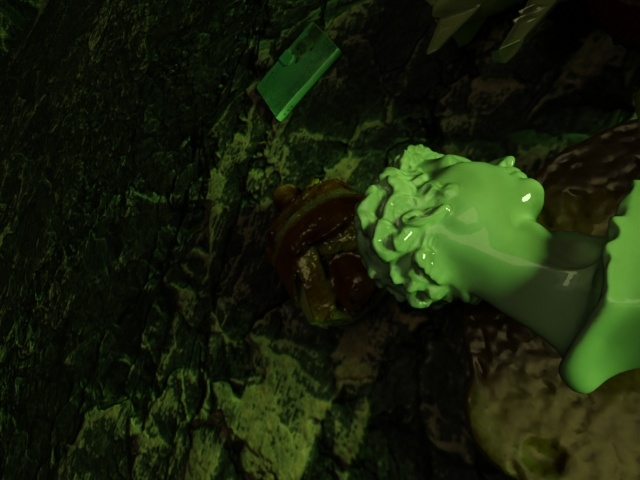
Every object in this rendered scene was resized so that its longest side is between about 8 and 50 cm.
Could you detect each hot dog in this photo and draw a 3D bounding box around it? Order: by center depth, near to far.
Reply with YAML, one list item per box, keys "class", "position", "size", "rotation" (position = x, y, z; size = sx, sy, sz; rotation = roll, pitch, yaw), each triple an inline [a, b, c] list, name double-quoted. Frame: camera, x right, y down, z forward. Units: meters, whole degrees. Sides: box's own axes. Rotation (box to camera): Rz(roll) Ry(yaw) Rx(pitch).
- class: "hot dog"
  position: [0.000, 0.000, 0.564]
  size: [0.146, 0.103, 0.213]
  rotation: [-55, 45, 9]

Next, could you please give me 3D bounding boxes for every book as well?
- class: "book"
  position: [-0.037, -0.258, 0.767]
  size: [0.135, 0.017, 0.103]
  rotation: [-44, 49, 17]

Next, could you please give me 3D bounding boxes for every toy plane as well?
- class: "toy plane"
  position: [0.221, -0.282, 0.506]
  size: [0.256, 0.104, 0.242]
  rotation: [-28, 40, 37]

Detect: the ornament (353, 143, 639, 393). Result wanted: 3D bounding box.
- class: "ornament"
  position: [0.139, 0.015, 0.340]
  size: [0.130, 0.120, 0.285]
  rotation: [-46, 41, -16]

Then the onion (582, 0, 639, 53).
- class: "onion"
  position: [0.297, -0.239, 0.337]
  size: [0.246, 0.190, 0.247]
  rotation: [12, 116, 25]

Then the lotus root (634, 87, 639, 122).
- class: "lotus root"
  position: [0.287, -0.085, 0.290]
  size: [0.183, 0.077, 0.090]
  rotation: [13, 62, 43]

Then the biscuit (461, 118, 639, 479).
- class: "biscuit"
  position: [0.267, 0.078, 0.320]
  size: [0.381, 0.074, 0.359]
  rotation: [39, 98, 42]
